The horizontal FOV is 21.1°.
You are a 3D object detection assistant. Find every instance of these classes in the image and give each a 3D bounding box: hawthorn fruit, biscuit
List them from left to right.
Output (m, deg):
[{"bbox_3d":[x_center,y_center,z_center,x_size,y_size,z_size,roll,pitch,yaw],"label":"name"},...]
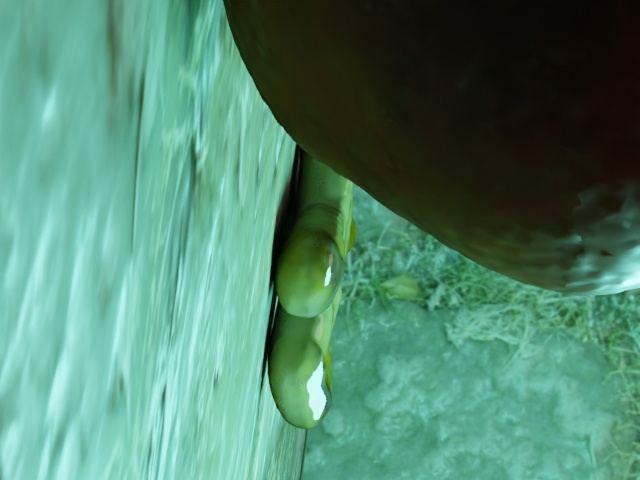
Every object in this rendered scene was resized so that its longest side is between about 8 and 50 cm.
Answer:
[{"bbox_3d":[0.000,0.001,1.133,0.208,0.047,0.164,-80,178,-49],"label":"biscuit"},{"bbox_3d":[0.065,-0.126,0.470,0.224,0.224,0.260,-80,154,-49],"label":"hawthorn fruit"}]
